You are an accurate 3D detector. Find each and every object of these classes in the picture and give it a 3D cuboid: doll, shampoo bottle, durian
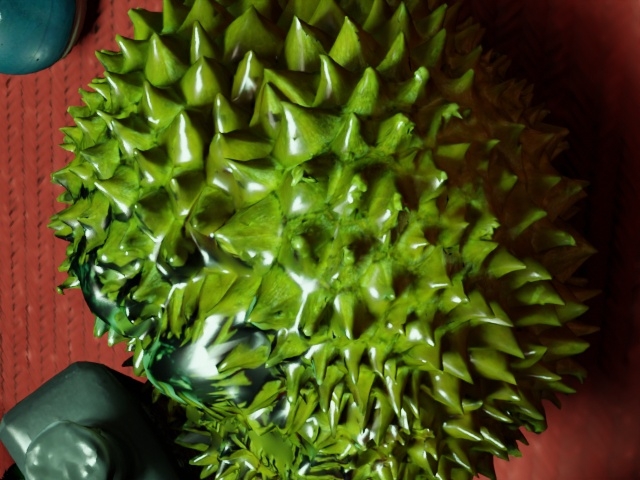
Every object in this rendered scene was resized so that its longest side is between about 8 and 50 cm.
[{"bbox_3d":[-0.170,-0.158,0.958,0.114,0.085,0.152,49,122,41],"label":"doll"},{"bbox_3d":[-0.100,0.117,0.851,0.098,0.071,0.309,57,177,9],"label":"shampoo bottle"},{"bbox_3d":[0.002,-0.003,0.753,0.291,0.225,0.291,45,166,15],"label":"durian"}]

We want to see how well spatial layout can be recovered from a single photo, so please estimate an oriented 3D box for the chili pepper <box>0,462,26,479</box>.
[{"bbox_3d":[-0.217,0.205,1.061,0.261,0.165,0.174,67,157,12],"label":"chili pepper"}]
